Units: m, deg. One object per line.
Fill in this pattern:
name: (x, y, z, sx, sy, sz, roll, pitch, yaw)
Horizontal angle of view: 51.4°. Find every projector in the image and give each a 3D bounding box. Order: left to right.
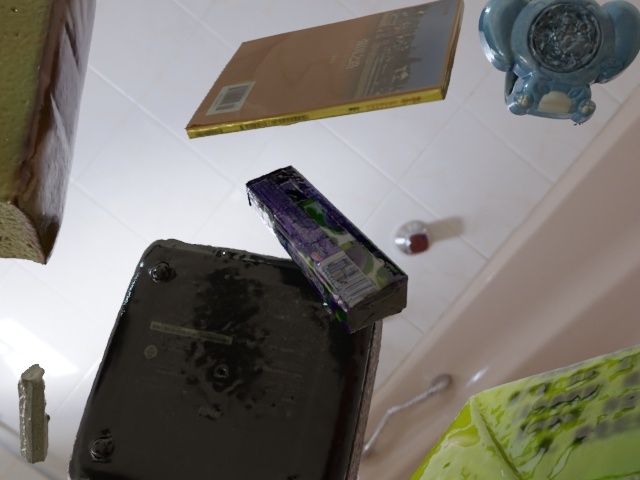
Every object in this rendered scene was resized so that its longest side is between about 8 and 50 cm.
projector: (-0.122, 0.226, 1.028, 0.242, 0.395, 0.405, 71, -149, -65)

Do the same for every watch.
watch: (0.319, -0.258, 0.940, 0.211, 0.211, 0.193, -51, -2, 9)

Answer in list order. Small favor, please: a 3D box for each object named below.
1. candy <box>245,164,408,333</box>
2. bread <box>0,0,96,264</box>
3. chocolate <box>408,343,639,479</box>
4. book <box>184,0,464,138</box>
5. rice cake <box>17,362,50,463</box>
candy: (0.000, 0.000, 0.872, 0.088, 0.061, 0.312, -23, 41, -16)
bread: (-0.285, -0.167, 0.665, 0.138, 0.077, 0.361, 112, 159, -64)
chocolate: (0.233, 0.184, 0.346, 0.289, 0.301, 0.137, -32, 14, 41)
book: (0.010, -0.251, 0.958, 0.374, 0.028, 0.262, -4, 41, 23)
rice cake: (-0.599, 0.368, 1.394, 0.057, 0.052, 0.256, -77, 1, -60)
